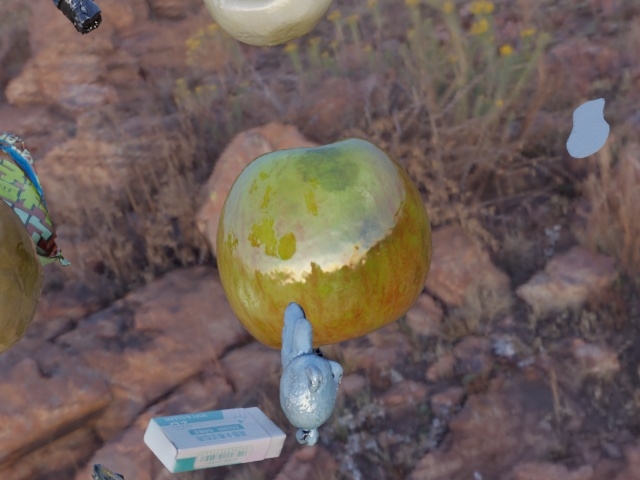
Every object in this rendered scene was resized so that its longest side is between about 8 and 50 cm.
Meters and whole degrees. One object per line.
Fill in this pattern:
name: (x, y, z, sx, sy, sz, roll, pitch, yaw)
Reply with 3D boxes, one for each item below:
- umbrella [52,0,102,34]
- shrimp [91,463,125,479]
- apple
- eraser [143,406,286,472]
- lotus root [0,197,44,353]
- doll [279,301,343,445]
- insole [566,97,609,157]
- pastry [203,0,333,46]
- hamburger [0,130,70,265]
umbrella: (-0.418, -0.425, 1.653, 0.059, 0.235, 0.066, -36, 2, -23)
shrimp: (-0.242, 0.380, 1.396, 0.296, 0.058, 0.169, 27, 11, 35)
apple: (0.000, 0.000, 1.668, 0.340, 0.339, 0.339, -15, 23, 7)
eraser: (-0.173, 0.328, 1.779, 0.225, 0.052, 0.095, 1, 25, -42)
lotus root: (-0.379, 0.025, 1.075, 0.183, 0.182, 0.310, -20, -14, -5)
doll: (-0.011, 0.151, 1.293, 0.075, 0.120, 0.179, 1, 37, -1)
insole: (0.390, -0.164, 1.566, 0.065, 0.004, 0.197, -24, 21, 24)
pastry: (-0.051, -0.275, 1.103, 0.157, 0.156, 0.092, -15, -16, 8)
hamburger: (-0.470, -0.022, 1.342, 0.150, 0.260, 0.276, -29, 8, 33)
